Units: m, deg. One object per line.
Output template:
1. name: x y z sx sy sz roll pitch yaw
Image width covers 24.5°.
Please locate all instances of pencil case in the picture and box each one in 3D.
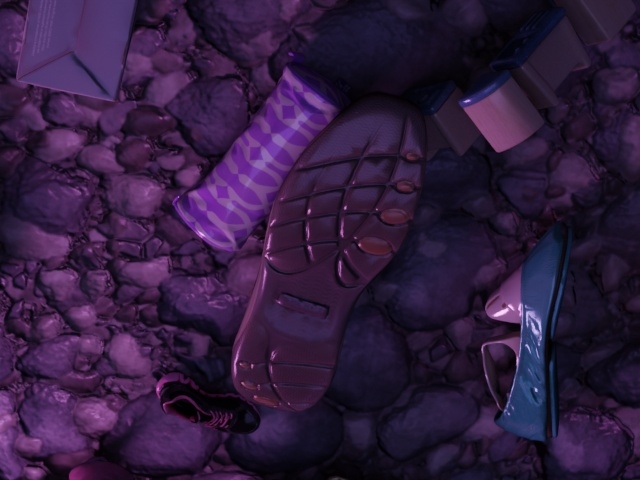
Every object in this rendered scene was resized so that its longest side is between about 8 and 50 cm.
1. pencil case: -0.057 -0.086 1.452 0.088 0.086 0.206 44 104 17

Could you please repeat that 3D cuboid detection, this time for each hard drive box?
1. hard drive box: -0.198 -0.246 1.297 0.089 0.232 0.181 12 111 -9

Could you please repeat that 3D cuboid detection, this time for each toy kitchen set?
1. toy kitchen set: 0.168 -0.194 1.434 0.207 0.166 0.122 -49 112 -24

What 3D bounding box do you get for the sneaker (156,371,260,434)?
1. sneaker: -0.120 0.184 1.569 0.119 0.057 0.047 21 107 -13

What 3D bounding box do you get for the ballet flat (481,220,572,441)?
1. ballet flat: 0.213 0.097 1.545 0.087 0.083 0.247 4 110 10

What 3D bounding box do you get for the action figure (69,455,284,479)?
1. action figure: -0.179 0.355 1.503 0.370 0.275 0.248 8 84 -37

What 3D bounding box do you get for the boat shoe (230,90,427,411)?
1. boat shoe: 0.000 0.000 1.465 0.132 0.130 0.355 22 115 -9

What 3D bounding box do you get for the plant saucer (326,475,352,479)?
1. plant saucer: 0.060 0.356 1.654 0.188 0.045 0.188 20 109 -11
